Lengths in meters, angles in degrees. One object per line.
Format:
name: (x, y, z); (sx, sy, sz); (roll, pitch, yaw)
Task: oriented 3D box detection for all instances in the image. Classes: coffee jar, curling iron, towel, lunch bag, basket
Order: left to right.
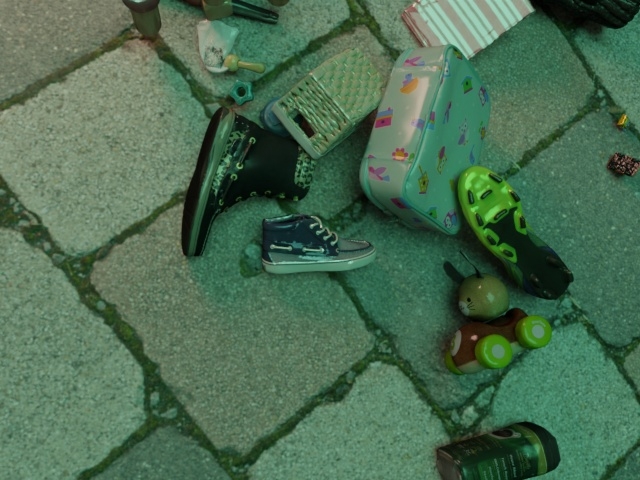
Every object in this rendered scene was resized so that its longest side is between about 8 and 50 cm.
curling iron: (-0.200, -0.419, 1.010); (0.274, 0.035, 0.068); (18, 79, -10)
basket: (0.024, -0.225, 0.969); (0.113, 0.103, 0.167); (49, 44, -4)
lunch bag: (0.179, -0.152, 0.988); (0.224, 0.108, 0.279); (29, 76, -51)
towel: (0.265, -0.410, 1.094); (0.197, 0.029, 0.144); (-35, 90, 5)
coffee jar: (0.292, 0.357, 0.995); (0.185, 0.096, 0.078); (-12, 89, -14)

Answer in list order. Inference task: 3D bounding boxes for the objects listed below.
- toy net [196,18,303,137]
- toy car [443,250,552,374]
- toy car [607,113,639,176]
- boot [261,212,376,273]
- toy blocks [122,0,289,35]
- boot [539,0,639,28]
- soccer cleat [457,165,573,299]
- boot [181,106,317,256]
toy net: (-0.136, -0.255, 1.005); (0.122, 0.045, 0.232); (-36, 89, 14)
toy car: (0.256, 0.111, 0.997); (0.149, 0.155, 0.188); (-22, 79, -15)
toy car: (0.595, -0.177, 1.160); (0.041, 0.060, 0.121); (21, 84, -42)
boot: (0.000, 0.000, 0.973); (0.190, 0.069, 0.086); (-6, 112, -14)
toy blocks: (-0.166, -0.499, 0.868); (0.309, 0.260, 0.288); (-14, 82, -11)
boot: (0.489, -0.587, 1.144); (0.261, 0.131, 0.347); (9, 91, -5)
soccer cleat: (0.307, -0.009, 1.016); (0.093, 0.121, 0.289); (-45, 110, -3)
boot: (-0.112, -0.073, 0.959); (0.179, 0.085, 0.236); (14, 97, -26)
